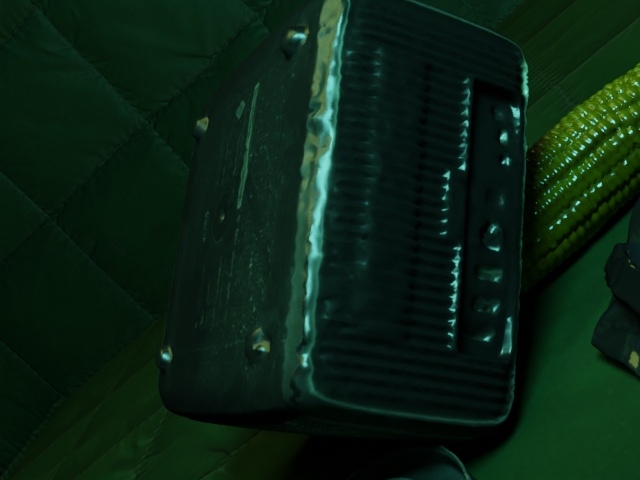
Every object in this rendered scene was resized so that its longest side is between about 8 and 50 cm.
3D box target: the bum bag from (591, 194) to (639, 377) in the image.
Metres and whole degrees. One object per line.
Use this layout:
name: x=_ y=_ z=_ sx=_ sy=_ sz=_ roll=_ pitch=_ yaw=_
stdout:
bum bag: x=0.306 y=-0.022 z=0.634 sx=0.310 sy=0.074 sz=0.137 roll=-58 pitch=19 yaw=-21

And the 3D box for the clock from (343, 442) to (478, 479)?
clock: x=0.041 y=0.262 z=0.618 sx=0.226 sy=0.049 sz=0.226 roll=-40 pitch=11 yaw=10

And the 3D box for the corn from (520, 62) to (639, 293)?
corn: x=0.276 y=-0.069 z=0.837 sx=0.363 sy=0.120 sz=0.120 roll=-40 pitch=11 yaw=-1

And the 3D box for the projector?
projector: x=0.000 y=0.000 z=0.820 sx=0.405 sy=0.242 sz=0.395 roll=-22 pitch=57 yaw=62
